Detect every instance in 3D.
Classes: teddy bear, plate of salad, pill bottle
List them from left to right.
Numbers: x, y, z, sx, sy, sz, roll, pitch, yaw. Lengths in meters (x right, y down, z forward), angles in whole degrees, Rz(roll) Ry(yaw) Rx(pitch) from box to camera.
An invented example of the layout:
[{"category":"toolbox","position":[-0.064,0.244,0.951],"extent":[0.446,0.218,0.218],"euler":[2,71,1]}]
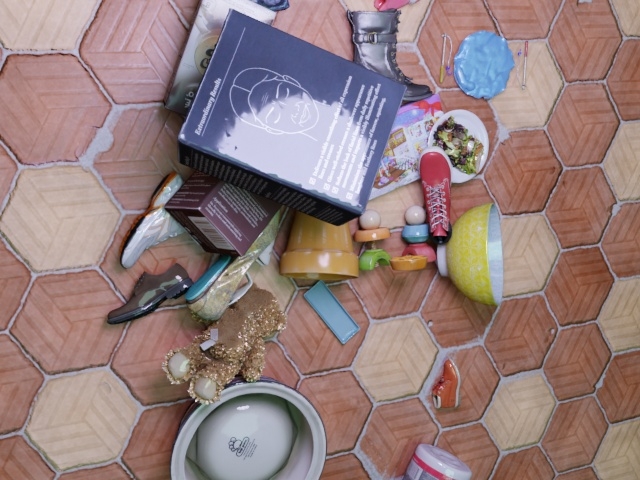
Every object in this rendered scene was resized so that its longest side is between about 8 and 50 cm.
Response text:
[{"category":"teddy bear","position":[-0.234,0.259,1.590],"extent":[0.244,0.113,0.338],"euler":[16,49,9]},{"category":"pill bottle","position":[0.304,0.782,1.868],"extent":[0.176,0.176,0.319],"euler":[24,90,-21]},{"category":"plate of salad","position":[0.384,-0.257,1.741],"extent":[0.199,0.048,0.200],"euler":[-4,100,-21]}]

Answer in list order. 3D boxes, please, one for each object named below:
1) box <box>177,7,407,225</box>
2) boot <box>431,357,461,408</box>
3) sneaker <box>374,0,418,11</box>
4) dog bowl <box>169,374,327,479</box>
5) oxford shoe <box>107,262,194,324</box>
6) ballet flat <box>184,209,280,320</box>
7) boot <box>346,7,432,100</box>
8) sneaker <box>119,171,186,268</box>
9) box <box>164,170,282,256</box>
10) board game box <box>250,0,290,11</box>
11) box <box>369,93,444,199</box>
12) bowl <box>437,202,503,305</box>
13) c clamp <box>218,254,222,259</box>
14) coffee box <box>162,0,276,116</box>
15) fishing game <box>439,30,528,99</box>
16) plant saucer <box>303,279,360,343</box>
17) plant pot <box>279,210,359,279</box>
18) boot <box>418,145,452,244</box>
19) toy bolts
[{"category":"box","position":[-0.067,-0.242,1.342],"extent":[0.395,0.212,0.294],"euler":[22,80,-10]},{"category":"boot","position":[0.374,0.430,1.902],"extent":[0.084,0.059,0.158],"euler":[-7,102,-13]},{"category":"sneaker","position":[0.169,-0.683,1.560],"extent":[0.136,0.116,0.314],"euler":[-31,149,-1]},{"category":"dog bowl","position":[-0.196,0.539,1.672],"extent":[0.407,0.150,0.409],"euler":[-3,100,-18]},{"category":"oxford shoe","position":[-0.432,0.131,1.574],"extent":[0.227,0.083,0.096],"euler":[-31,86,-11]},{"category":"ballet flat","position":[-0.193,0.053,1.586],"extent":[0.123,0.123,0.349],"euler":[44,74,-20]},{"category":"boot","position":[0.186,-0.487,1.664],"extent":[0.262,0.091,0.229],"euler":[2,103,-17]},{"category":"sneaker","position":[-0.385,-0.030,1.548],"extent":[0.121,0.099,0.263],"euler":[36,87,-25]},{"category":"box","position":[-0.222,-0.092,1.511],"extent":[0.168,0.167,0.203],"euler":[51,61,-31]},{"category":"board game box","position":[-0.183,-0.672,1.541],"extent":[0.164,0.042,0.244],"euler":[-18,104,-16]},{"category":"box","position":[0.215,-0.257,1.736],"extent":[0.293,0.057,0.201],"euler":[-23,107,-14]},{"category":"bowl","position":[0.416,0.043,1.783],"extent":[0.155,0.289,0.290],"euler":[-4,103,23]},{"category":"c clamp","position":[-0.198,0.010,1.658],"extent":[0.160,0.022,0.137],"euler":[-22,100,-13]},{"category":"coffee box","position":[-0.242,-0.426,1.494],"extent":[0.168,0.119,0.297],"euler":[18,103,-21]},{"category":"fishing game","position":[0.460,-0.493,1.795],"extent":[0.263,0.041,0.189],"euler":[-2,99,-11]},{"category":"plant saucer","position":[0.031,0.198,1.766],"extent":[0.067,0.018,0.192],"euler":[-41,110,-9]},{"category":"plant pot","position":[0.000,0.000,1.641],"extent":[0.205,0.205,0.188],"euler":[5,81,-20]},{"category":"boot","position":[0.310,-0.112,1.680],"extent":[0.088,0.176,0.244],"euler":[-6,134,15]},{"category":"toy bolts","position":[0.226,-0.013,1.717],"extent":[0.228,0.218,0.159],"euler":[-9,95,-36]}]
